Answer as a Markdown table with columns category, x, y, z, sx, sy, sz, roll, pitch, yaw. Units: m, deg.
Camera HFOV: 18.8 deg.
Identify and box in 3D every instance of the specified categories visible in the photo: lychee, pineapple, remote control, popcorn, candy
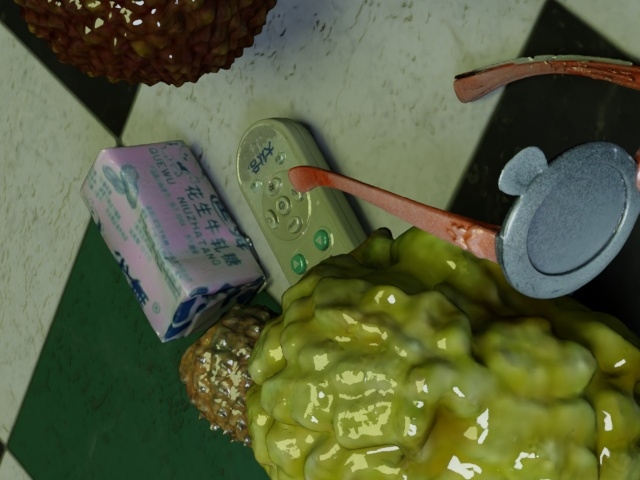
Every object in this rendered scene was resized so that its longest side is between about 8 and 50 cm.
| category | x | y | z | sx | sy | sz | roll | pitch | yaw |
| --- | --- | --- | --- | --- | --- | --- | --- | --- | --- |
| lychee | -0.133 | -0.227 | 1.474 | 0.271 | 0.236 | 0.236 | -119 | 37 | -70 |
| pineapple | -0.022 | 0.144 | 1.514 | 0.198 | 0.108 | 0.108 | 48 | 127 | 15 |
| remote control | 0.000 | 0.000 | 1.510 | 0.078 | 0.042 | 0.221 | -46 | 63 | 37 |
| popcorn | 0.084 | 0.102 | 1.289 | 0.270 | 0.258 | 0.224 | 40 | 138 | 31 |
| candy | -0.123 | -0.003 | 1.600 | 0.160 | 0.092 | 0.073 | 59 | 136 | 21 |

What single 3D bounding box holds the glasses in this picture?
| category | x | y | z | sx | sy | sz | roll | pitch | yaw |
| --- | --- | --- | --- | --- | --- | --- | --- | --- | --- |
| glasses | 0.117 | -0.075 | 1.248 | 0.268 | 0.234 | 0.118 | 22 | 134 | 43 |
